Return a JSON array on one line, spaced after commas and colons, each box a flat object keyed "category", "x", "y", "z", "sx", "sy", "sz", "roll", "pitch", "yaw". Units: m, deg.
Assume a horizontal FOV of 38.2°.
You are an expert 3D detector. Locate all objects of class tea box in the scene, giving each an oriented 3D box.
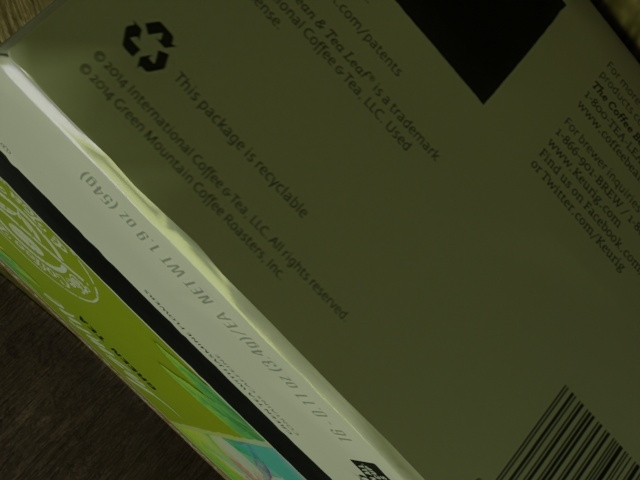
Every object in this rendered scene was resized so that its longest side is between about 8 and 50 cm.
[{"category": "tea box", "x": 0.000, "y": 0.000, "z": 0.503, "sx": 0.329, "sy": 0.220, "sz": 0.323, "roll": 47, "pitch": 158, "yaw": -12}]
